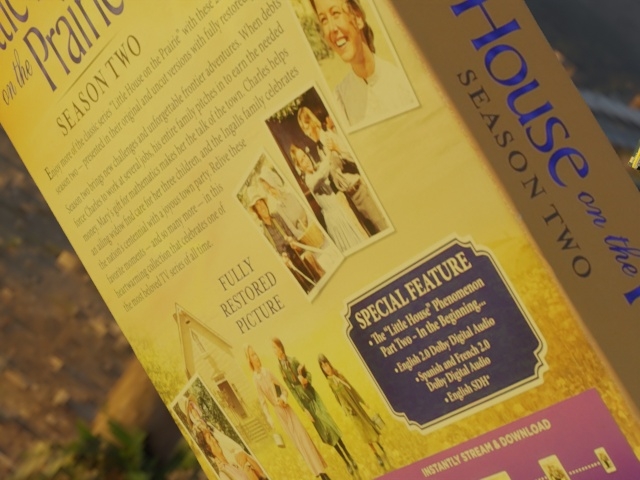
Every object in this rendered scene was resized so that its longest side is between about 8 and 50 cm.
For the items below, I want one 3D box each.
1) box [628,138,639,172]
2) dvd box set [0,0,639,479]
[{"bbox_3d":[0.268,-0.116,1.167,0.054,0.169,0.059,24,7,5],"label":"box"},{"bbox_3d":[0.000,0.000,0.709,0.062,0.307,0.420,-29,86,-34],"label":"dvd box set"}]
